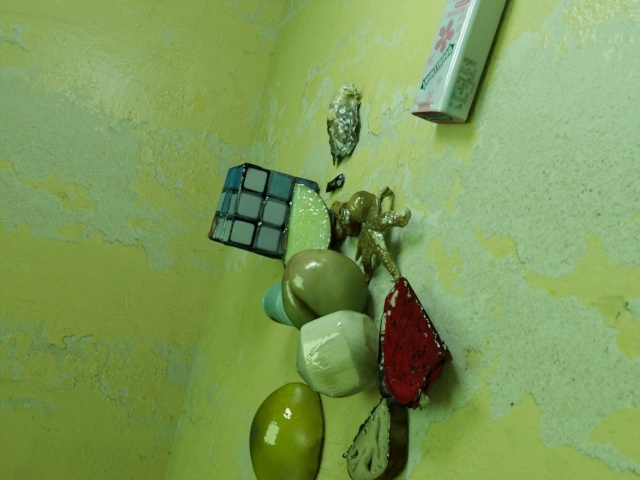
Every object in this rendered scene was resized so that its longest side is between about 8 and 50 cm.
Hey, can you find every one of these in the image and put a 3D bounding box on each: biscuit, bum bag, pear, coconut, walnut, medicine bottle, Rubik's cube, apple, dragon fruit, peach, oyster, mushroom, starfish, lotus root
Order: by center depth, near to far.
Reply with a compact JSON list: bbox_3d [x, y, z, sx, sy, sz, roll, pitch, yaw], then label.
[{"bbox_3d":[0.230,0.279,1.470,0.282,0.100,0.344,-64,22,23],"label":"dragon fruit"},{"bbox_3d":[0.155,0.541,1.520,0.261,0.074,0.170,-60,27,29],"label":"lotus root"},{"bbox_3d":[0.049,0.329,1.654,0.247,0.245,0.245,-22,47,19],"label":"coconut"},{"bbox_3d":[0.180,-0.024,1.793,0.375,0.094,0.327,151,128,-67],"label":"starfish"},{"bbox_3d":[0.005,0.161,1.835,0.292,0.247,0.293,19,115,47],"label":"peach"},{"bbox_3d":[0.141,-0.114,1.924,0.105,0.105,0.125,-51,14,45],"label":"walnut"},{"bbox_3d":[-0.143,0.679,1.977,0.340,0.191,0.387,-37,43,57],"label":"pear"},{"bbox_3d":[0.101,-0.073,2.014,0.109,0.084,0.126,-63,26,28],"label":"mushroom"},{"bbox_3d":[-0.053,-0.020,2.112,0.254,0.179,0.346,-13,66,50],"label":"apple"},{"bbox_3d":[-0.109,0.231,2.118,0.318,0.158,0.158,171,112,-69],"label":"medicine bottle"},{"bbox_3d":[0.056,-0.066,2.183,0.249,0.035,0.184,-13,64,64],"label":"biscuit"},{"bbox_3d":[0.055,-0.223,2.284,0.124,0.034,0.058,-27,43,61],"label":"bum bag"},{"bbox_3d":[0.080,-0.452,2.292,0.275,0.100,0.271,-51,47,36],"label":"oyster"},{"bbox_3d":[-0.249,-0.120,2.521,0.358,0.363,0.363,-1,76,65],"label":"Rubik's cube"}]

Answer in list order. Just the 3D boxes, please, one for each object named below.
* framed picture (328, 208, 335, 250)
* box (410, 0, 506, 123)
[{"bbox_3d":[0.000,0.000,2.216,0.197,0.014,0.253,16,101,63],"label":"framed picture"},{"bbox_3d":[0.383,-0.516,1.612,0.190,0.112,0.370,31,103,67],"label":"box"}]
